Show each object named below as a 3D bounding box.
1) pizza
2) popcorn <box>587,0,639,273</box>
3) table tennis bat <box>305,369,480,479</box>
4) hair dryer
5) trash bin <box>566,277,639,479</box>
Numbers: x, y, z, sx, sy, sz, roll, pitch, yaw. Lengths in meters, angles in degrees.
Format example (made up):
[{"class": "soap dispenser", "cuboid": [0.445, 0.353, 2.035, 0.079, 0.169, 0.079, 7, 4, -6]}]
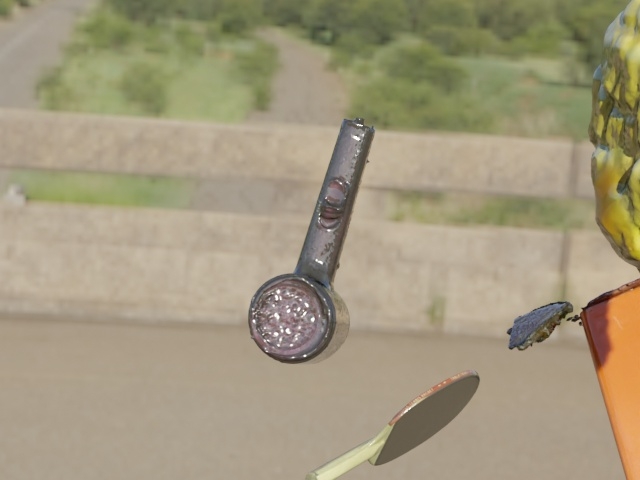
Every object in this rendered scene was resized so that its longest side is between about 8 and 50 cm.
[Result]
[{"class": "pizza", "cuboid": [0.213, 0.093, 1.610, 0.078, 0.025, 0.083, -44, 13, -32]}, {"class": "popcorn", "cuboid": [0.243, -0.048, 0.887, 0.181, 0.216, 0.235, 3, 2, -1]}, {"class": "table tennis bat", "cuboid": [0.053, 0.137, 1.138, 0.156, 0.087, 0.013, -24, 65, -33]}, {"class": "hair dryer", "cuboid": [0.000, 0.000, 1.572, 0.089, 0.251, 0.197, 15, -2, 6]}, {"class": "trash bin", "cuboid": [0.333, 0.167, 1.542, 0.184, 0.238, 0.161, -25, -25, 14]}]
